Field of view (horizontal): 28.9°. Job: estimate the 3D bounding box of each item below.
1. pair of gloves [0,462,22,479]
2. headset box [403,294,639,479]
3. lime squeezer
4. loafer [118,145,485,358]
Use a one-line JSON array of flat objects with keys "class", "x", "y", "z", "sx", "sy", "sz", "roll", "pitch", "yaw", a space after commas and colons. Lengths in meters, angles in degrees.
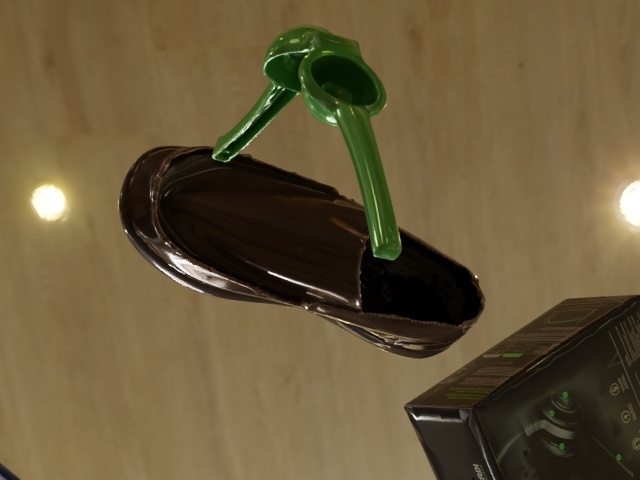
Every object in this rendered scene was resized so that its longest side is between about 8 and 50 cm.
[{"class": "pair of gloves", "x": -0.328, "y": 0.172, "z": 0.999, "sx": 0.159, "sy": 0.198, "sz": 0.023, "roll": 36, "pitch": -83, "yaw": 49}, {"class": "headset box", "x": 0.259, "y": 0.229, "z": 1.346, "sx": 0.131, "sy": 0.283, "sz": 0.246, "roll": -10, "pitch": -73, "yaw": 60}, {"class": "lime squeezer", "x": -0.009, "y": -0.079, "z": 0.771, "sx": 0.059, "sy": 0.310, "sz": 0.110, "roll": 31, "pitch": -89, "yaw": -26}, {"class": "loafer", "x": 0.000, "y": 0.000, "z": 1.122, "sx": 0.366, "sy": 0.133, "sz": 0.130, "roll": 19, "pitch": -18, "yaw": -23}]
